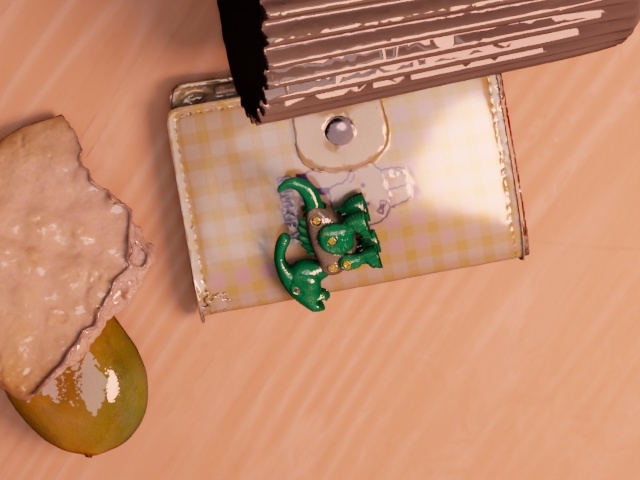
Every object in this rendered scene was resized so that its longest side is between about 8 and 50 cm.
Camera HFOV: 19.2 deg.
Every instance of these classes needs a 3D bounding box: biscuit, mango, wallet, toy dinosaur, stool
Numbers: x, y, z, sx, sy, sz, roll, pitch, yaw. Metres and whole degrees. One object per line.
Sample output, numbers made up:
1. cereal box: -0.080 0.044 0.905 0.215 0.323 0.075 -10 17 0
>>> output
1. biscuit: -0.241 0.013 1.672 0.188 0.040 0.265 -2 72 -1
2. mango: -0.233 0.106 1.720 0.122 0.085 0.191 -31 89 4
3. wallet: 0.024 -0.058 1.727 0.309 0.077 0.223 -10 103 -3
4. toy dinosaur: 0.000 0.000 1.676 0.096 0.059 0.132 -20 115 7
5. stool: 0.083 -0.264 1.593 0.330 0.297 0.297 -8 100 -8
